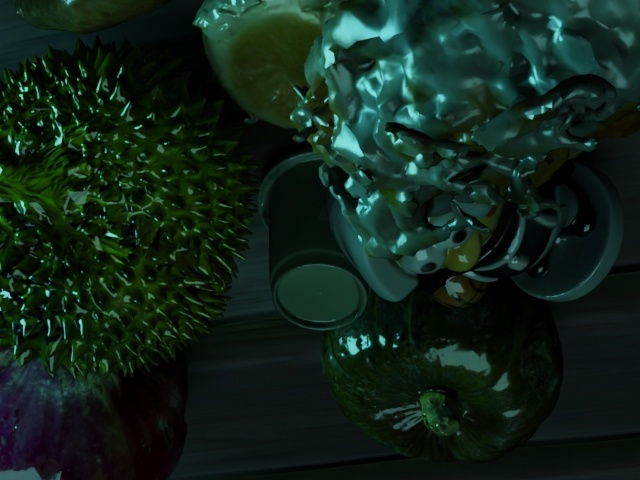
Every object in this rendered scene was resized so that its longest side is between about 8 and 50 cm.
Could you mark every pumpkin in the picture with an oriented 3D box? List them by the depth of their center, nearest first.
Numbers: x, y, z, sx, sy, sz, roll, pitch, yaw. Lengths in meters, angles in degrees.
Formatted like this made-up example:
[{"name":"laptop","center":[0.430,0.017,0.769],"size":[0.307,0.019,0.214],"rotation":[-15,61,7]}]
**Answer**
[{"name":"pumpkin","center":[0.118,0.121,1.224],"size":[0.219,0.162,0.219],"rotation":[5,132,5]}]

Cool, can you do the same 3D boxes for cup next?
[{"name":"cup","center":[0.000,0.000,1.125],"size":[0.120,0.141,0.120],"rotation":[4,134,4]}]

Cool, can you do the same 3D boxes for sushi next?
[{"name":"sushi","center":[0.170,-0.137,0.761],"size":[0.417,0.417,0.176],"rotation":[-21,97,26]}]

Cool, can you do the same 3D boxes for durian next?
[{"name":"durian","center":[-0.188,-0.022,1.047],"size":[0.291,0.225,0.291],"rotation":[24,126,39]}]

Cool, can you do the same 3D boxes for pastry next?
[{"name":"pastry","center":[-0.013,-0.153,1.005],"size":[0.166,0.088,0.166],"rotation":[3,136,2]}]

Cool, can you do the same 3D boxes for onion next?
[{"name":"onion","center":[-0.258,0.179,1.287],"size":[0.256,0.230,0.272],"rotation":[-5,128,12]}]

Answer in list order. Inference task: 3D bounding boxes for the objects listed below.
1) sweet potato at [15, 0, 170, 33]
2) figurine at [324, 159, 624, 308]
[{"name":"sweet potato","center":[-0.119,-0.212,0.954],"size":[0.292,0.097,0.097],"rotation":[-20,130,28]},{"name":"figurine","center":[0.107,-0.019,1.047],"size":[0.236,0.133,0.176],"rotation":[14,129,-41]}]
